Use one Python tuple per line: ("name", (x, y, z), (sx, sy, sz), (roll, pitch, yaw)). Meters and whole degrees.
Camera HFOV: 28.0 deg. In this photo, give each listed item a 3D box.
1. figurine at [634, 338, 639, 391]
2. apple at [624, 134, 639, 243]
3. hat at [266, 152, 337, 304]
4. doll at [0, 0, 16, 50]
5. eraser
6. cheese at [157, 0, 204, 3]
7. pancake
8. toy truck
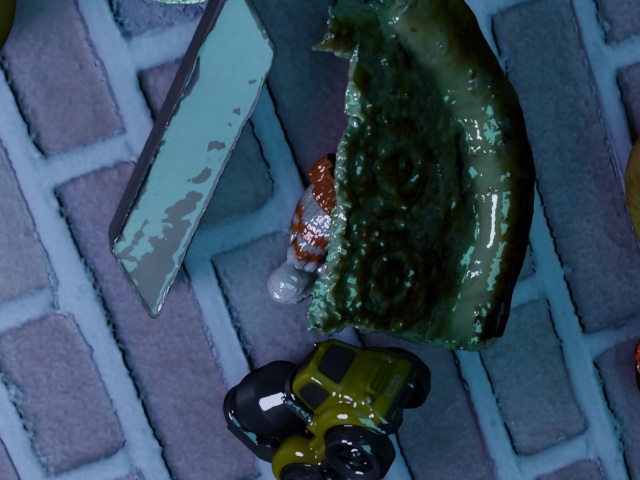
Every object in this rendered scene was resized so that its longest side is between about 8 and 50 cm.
("figurine", (0.467, 0.109, 1.471), (0.246, 0.110, 0.138), (-28, 128, -9))
("apple", (0.469, -0.051, 1.367), (0.264, 0.264, 0.264), (-2, 103, -10))
("hat", (0.000, 0.000, 1.389), (0.112, 0.093, 0.162), (37, 112, -6))
("doll", (-0.395, -0.260, 1.199), (0.214, 0.213, 0.236), (-5, 89, -9))
("eraser", (-0.134, -0.098, 1.318), (0.077, 0.111, 0.352), (23, 98, -14))
("cheese", (-0.178, -0.329, 1.226), (0.321, 0.083, 0.203), (5, 106, 23))
("pancake", (0.116, -0.070, 1.332), (0.305, 0.067, 0.426), (-8, 106, -39))
("toy truck", (0.000, 0.177, 1.355), (0.165, 0.224, 0.147), (37, 52, -5))
